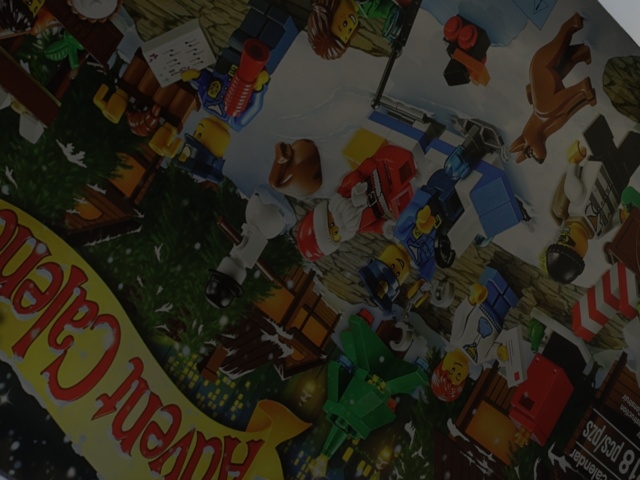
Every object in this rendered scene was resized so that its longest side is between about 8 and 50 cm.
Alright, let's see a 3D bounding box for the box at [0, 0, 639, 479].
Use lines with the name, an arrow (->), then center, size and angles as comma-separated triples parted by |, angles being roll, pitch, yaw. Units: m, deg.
box -> 0.000, 0.000, 0.427 | 0.233, 0.044, 0.159 | 40, -106, -38
